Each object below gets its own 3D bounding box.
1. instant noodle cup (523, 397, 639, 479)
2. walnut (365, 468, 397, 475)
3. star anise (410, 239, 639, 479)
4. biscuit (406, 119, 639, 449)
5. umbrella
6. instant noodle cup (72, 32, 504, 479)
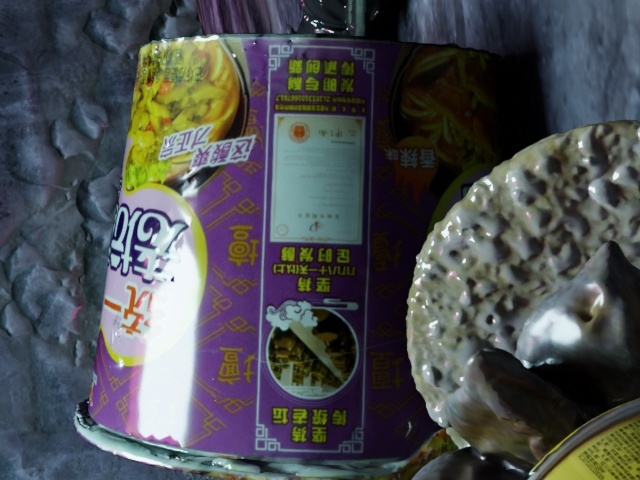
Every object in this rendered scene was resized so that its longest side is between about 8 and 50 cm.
[{"bbox_3d":[0.159,0.153,0.478,0.122,0.151,0.152,-136,36,-56],"label":"instant noodle cup"},{"bbox_3d":[0.042,0.223,1.235,0.162,0.140,0.140,149,112,-69],"label":"walnut"},{"bbox_3d":[0.120,0.093,0.567,0.073,0.212,0.197,24,110,42],"label":"star anise"},{"bbox_3d":[0.114,0.055,0.655,0.032,0.133,0.250,-78,-16,-63],"label":"biscuit"},{"bbox_3d":[0.015,-0.190,1.073,0.358,0.113,0.106,97,-177,-60],"label":"umbrella"},{"bbox_3d":[0.000,0.000,0.830,0.340,0.339,0.266,-155,67,-79],"label":"instant noodle cup"}]
